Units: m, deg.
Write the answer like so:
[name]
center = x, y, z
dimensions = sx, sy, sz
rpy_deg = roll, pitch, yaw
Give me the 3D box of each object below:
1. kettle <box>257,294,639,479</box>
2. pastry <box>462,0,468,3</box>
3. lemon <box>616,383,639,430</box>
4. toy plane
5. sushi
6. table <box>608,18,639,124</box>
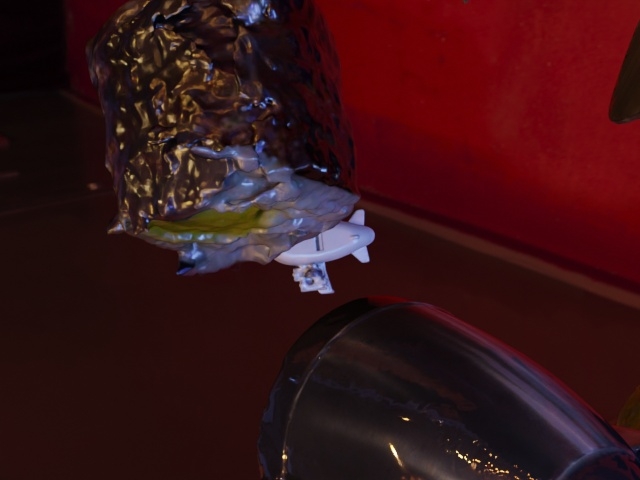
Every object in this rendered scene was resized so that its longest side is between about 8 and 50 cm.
[kettle]
center = 0.093, 0.162, 0.605
dimensions = 0.271, 0.251, 0.207
rpy_deg = 17, 96, 53
[pastry]
center = 0.071, -0.221, 0.410
dimensions = 0.192, 0.275, 0.275
rpy_deg = 56, 147, -8
[lemon]
center = 0.418, 0.254, 0.877
dimensions = 0.285, 0.286, 0.316
rpy_deg = -9, 102, 56
[toy plane]
center = 0.000, 0.000, 1.421
dimensions = 0.080, 0.174, 0.173
rpy_deg = -171, 68, -84
[sushi]
center = -0.107, -0.138, 1.046
dimensions = 0.300, 0.281, 0.294
rpy_deg = -25, 65, 39
[table]
center = 0.525, -0.222, 0.978
dimensions = 0.317, 0.249, 0.317
rpy_deg = -157, 90, -85
